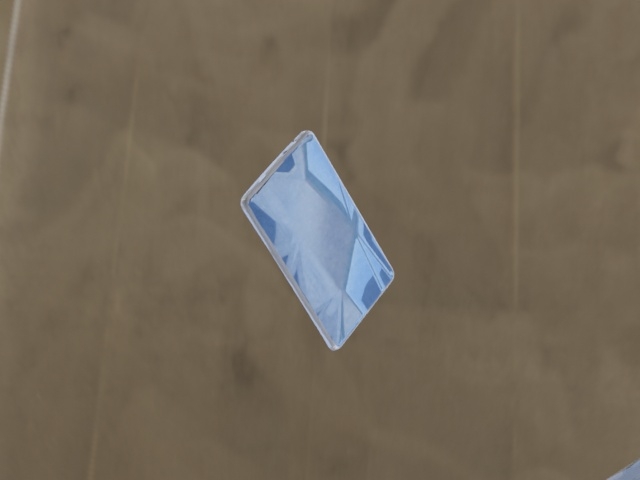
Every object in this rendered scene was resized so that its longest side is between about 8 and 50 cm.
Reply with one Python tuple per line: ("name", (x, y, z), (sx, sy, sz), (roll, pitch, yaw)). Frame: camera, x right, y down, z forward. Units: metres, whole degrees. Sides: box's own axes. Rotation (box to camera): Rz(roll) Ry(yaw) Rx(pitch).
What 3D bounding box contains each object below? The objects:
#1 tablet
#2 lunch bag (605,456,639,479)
("tablet", (0.000, 0.000, 0.671), (0.054, 0.006, 0.083), (-50, -59, -36))
("lunch bag", (0.339, 0.188, 0.890), (0.235, 0.287, 0.169), (-42, -145, 24))
